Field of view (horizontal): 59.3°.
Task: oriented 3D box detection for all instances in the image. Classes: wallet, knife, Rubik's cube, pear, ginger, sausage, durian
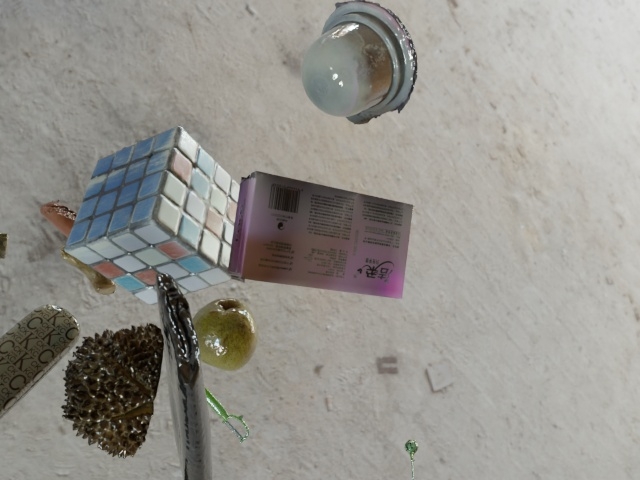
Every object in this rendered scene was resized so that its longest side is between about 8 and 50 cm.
[{"bbox_3d":[-0.162,0.205,0.696,0.044,0.321,0.171,-8,40,-18],"label":"wallet"},{"bbox_3d":[-0.253,0.412,1.409,0.212,0.054,0.015,46,12,3],"label":"knife"},{"bbox_3d":[-0.340,-0.045,1.217,0.253,0.258,0.257,45,37,-44],"label":"Rubik's cube"},{"bbox_3d":[-0.301,0.284,1.750,0.228,0.212,0.188,20,10,14],"label":"pear"},{"bbox_3d":[-0.628,0.072,1.549,0.190,0.068,0.095,49,53,-26],"label":"ginger"},{"bbox_3d":[-0.768,-0.030,1.787,0.326,0.087,0.079,35,85,15],"label":"sausage"},{"bbox_3d":[-0.243,0.161,0.627,0.091,0.188,0.149,16,68,-29],"label":"durian"}]

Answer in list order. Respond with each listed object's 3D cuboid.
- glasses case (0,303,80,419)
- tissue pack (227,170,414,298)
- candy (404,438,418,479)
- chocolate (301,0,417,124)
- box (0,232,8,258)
[{"bbox_3d":[-0.735,0.302,1.348,0.137,0.085,0.355,35,55,4],"label":"glasses case"},{"bbox_3d":[0.000,0.000,0.810,0.246,0.092,0.149,10,85,-22],"label":"tissue pack"},{"bbox_3d":[0.163,0.385,0.990,0.025,0.023,0.083,3,25,3],"label":"candy"},{"bbox_3d":[0.040,-0.277,0.944,0.147,0.221,0.221,-39,95,-30],"label":"chocolate"},{"bbox_3d":[-0.763,0.011,1.318,0.044,0.098,0.062,7,87,-36],"label":"box"}]
